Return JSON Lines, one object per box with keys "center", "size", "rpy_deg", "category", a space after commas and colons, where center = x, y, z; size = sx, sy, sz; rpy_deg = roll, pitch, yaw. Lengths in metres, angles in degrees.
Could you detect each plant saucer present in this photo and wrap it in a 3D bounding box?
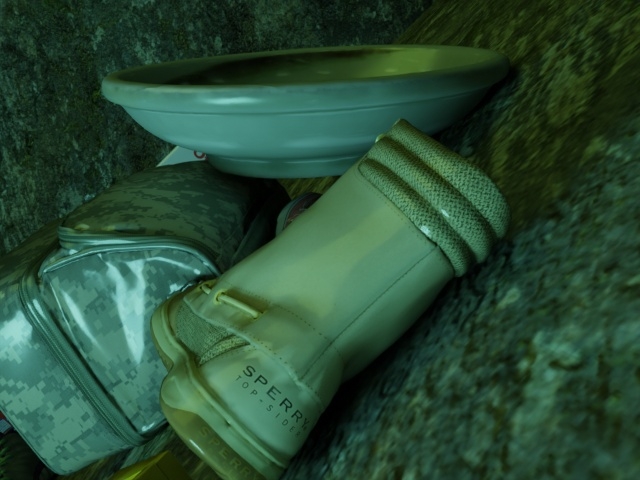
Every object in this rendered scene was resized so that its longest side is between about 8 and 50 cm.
{"center": [-0.012, -0.134, 0.824], "size": [0.400, 0.101, 0.400], "rpy_deg": [-4, 18, 1], "category": "plant saucer"}

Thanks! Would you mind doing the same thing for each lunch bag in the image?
{"center": [-0.160, 0.042, 0.803], "size": [0.256, 0.213, 0.305], "rpy_deg": [-25, 15, 15], "category": "lunch bag"}

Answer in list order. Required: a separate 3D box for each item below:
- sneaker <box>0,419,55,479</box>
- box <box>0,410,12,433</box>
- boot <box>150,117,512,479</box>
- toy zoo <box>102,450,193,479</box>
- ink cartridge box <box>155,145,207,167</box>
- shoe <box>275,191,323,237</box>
{"center": [-0.387, 0.290, 0.987], "size": [0.083, 0.098, 0.224], "rpy_deg": [-44, 9, 3], "category": "sneaker"}
{"center": [-0.641, 0.373, 1.648], "size": [0.257, 0.128, 0.123], "rpy_deg": [-41, 10, 25], "category": "box"}
{"center": [-0.005, 0.022, 0.494], "size": [0.203, 0.095, 0.262], "rpy_deg": [-46, 11, -3], "category": "boot"}
{"center": [-0.195, 0.224, 0.491], "size": [0.192, 0.030, 0.293], "rpy_deg": [-35, 4, 40], "category": "toy zoo"}
{"center": [-0.222, -0.026, 1.343], "size": [0.278, 0.201, 0.117], "rpy_deg": [-43, 9, 7], "category": "ink cartridge box"}
{"center": [0.000, 0.000, 0.699], "size": [0.081, 0.063, 0.178], "rpy_deg": [-37, 17, 34], "category": "shoe"}
